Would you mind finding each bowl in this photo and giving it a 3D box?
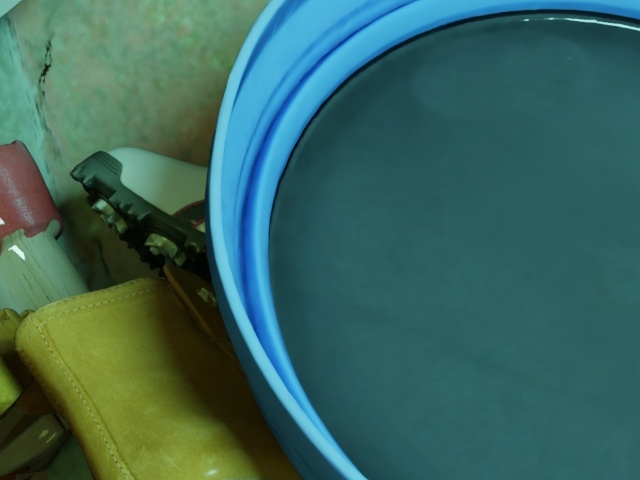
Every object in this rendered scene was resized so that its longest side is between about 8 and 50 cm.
[{"bbox_3d":[0.142,0.003,0.639,0.391,0.077,0.391,5,55,-7],"label":"bowl"}]

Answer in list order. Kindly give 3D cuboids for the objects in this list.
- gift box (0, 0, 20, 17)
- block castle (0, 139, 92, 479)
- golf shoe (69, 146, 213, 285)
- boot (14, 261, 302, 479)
[{"bbox_3d":[-0.299,-0.184,0.776,0.255,0.276,0.258,-38,65,14],"label":"gift box"},{"bbox_3d":[-0.340,0.110,0.747,0.453,0.303,0.213,-38,79,9],"label":"block castle"},{"bbox_3d":[0.000,0.000,0.783,0.273,0.105,0.120,24,73,13],"label":"golf shoe"},{"bbox_3d":[0.007,0.101,0.703,0.104,0.295,0.211,-52,57,19],"label":"boot"}]
